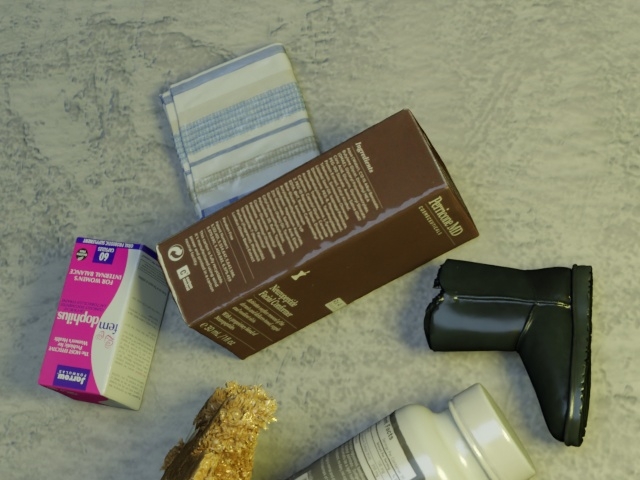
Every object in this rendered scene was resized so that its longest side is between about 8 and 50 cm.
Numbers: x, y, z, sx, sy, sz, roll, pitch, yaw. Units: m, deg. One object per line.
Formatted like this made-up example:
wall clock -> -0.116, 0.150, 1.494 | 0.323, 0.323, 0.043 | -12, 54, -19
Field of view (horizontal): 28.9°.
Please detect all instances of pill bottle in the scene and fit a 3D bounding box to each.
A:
pill bottle -> 0.092, 0.309, 1.504 | 0.319, 0.176, 0.176 | -33, 63, 6

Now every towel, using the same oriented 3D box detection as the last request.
towel -> -0.111, -0.141, 1.829 | 0.209, 0.034, 0.285 | -22, 66, 9

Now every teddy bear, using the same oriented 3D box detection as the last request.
teddy bear -> -0.126, 0.291, 1.532 | 0.113, 0.338, 0.245 | 33, 80, -8

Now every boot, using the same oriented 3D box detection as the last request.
boot -> 0.235, 0.137, 1.560 | 0.207, 0.094, 0.246 | -1, 64, 16

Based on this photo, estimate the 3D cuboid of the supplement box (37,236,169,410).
supplement box -> -0.300, 0.118, 1.756 | 0.111, 0.114, 0.220 | 6, 74, 21

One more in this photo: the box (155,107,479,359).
box -> 0.000, 0.000, 1.648 | 0.381, 0.191, 0.143 | -30, 63, 9
